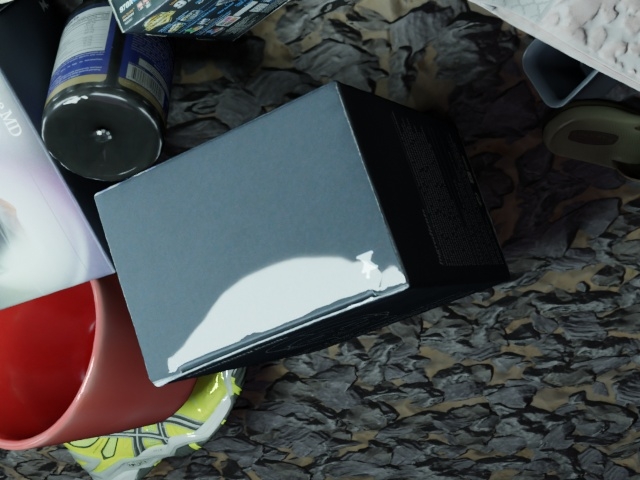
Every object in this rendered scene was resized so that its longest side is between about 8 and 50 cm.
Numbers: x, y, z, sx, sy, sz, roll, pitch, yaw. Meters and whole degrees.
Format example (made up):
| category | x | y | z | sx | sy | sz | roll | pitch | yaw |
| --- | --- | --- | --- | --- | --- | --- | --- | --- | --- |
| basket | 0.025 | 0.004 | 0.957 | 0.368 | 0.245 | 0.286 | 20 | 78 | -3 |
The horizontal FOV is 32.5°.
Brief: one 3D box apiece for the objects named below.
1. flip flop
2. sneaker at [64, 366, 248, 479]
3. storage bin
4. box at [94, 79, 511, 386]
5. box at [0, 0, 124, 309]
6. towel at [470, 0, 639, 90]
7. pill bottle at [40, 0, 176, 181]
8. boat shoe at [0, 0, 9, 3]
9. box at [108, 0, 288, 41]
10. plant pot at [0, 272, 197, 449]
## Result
| category | x | y | z | sx | sy | sz | roll | pitch | yaw |
| --- | --- | --- | --- | --- | --- | --- | --- | --- | --- |
| flip flop | 0.408 | -0.110 | 1.335 | 0.277 | 0.080 | 0.112 | 6 | 137 | -8 |
| sneaker | -0.261 | 0.255 | 1.680 | 0.147 | 0.145 | 0.385 | 40 | 118 | -22 |
| storage bin | 0.305 | -0.217 | 1.218 | 0.091 | 0.098 | 0.135 | -3 | 146 | -42 |
| box | 0.000 | 0.000 | 1.216 | 0.294 | 0.212 | 0.395 | -22 | 171 | 21 |
| box | -0.391 | -0.083 | 1.215 | 0.294 | 0.182 | 0.296 | -18 | 114 | 16 |
| towel | 0.325 | -0.318 | 1.038 | 0.317 | 0.053 | 0.331 | 18 | 115 | -26 |
| pill bottle | -0.214 | -0.177 | 1.144 | 0.123 | 0.219 | 0.122 | 0 | 137 | 0 |
| boat shoe | -0.223 | -0.301 | 1.028 | 0.324 | 0.096 | 0.116 | -3 | 137 | 33 |
| box | -0.075 | -0.274 | 1.086 | 0.220 | 0.051 | 0.175 | -29 | 170 | 33 |
| plant pot | -0.304 | 0.142 | 1.454 | 0.275 | 0.275 | 0.243 | -28 | 155 | 26 |
